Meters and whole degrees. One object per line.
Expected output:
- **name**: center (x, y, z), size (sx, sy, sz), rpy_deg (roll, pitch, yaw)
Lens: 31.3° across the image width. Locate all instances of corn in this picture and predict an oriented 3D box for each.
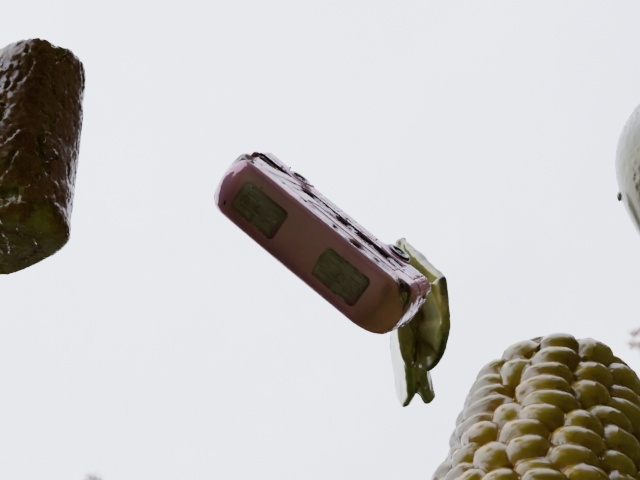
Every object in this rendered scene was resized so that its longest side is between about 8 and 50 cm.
- **corn**: center (0.058, 0.144, 0.319), size (0.101, 0.310, 0.101), rpy_deg (5, -60, 8)

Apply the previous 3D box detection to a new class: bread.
- **bread**: center (-0.259, -0.070, 0.965), size (0.103, 0.132, 0.172), rpy_deg (20, -119, -34)

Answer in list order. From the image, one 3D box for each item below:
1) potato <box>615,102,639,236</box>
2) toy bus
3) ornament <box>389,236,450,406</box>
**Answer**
- **potato**: center (0.323, -0.040, 0.930), size (0.157, 0.157, 0.194), rpy_deg (-21, -87, -25)
- **toy bus**: center (0.000, 0.000, 0.989), size (0.063, 0.203, 0.090), rpy_deg (-55, -15, 16)
- **ornament**: center (0.101, 0.078, 1.273), size (0.059, 0.180, 0.201), rpy_deg (-5, -29, -3)
